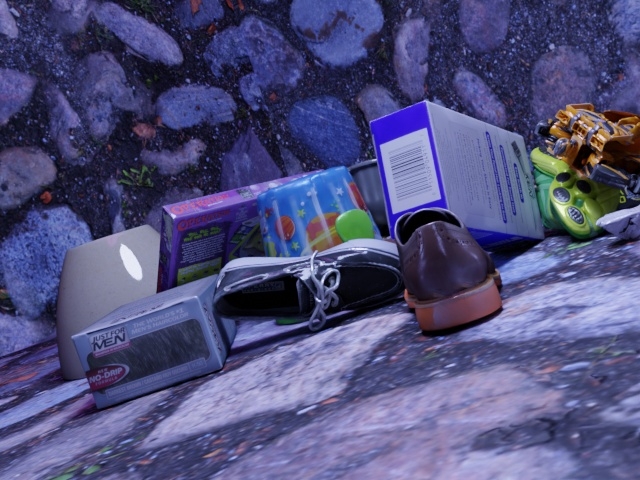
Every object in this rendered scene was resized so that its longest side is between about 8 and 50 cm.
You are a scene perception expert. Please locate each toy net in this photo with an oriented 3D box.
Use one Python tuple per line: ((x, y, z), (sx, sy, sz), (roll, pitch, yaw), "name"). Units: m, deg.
((0.483, -0.044, 1.249), (0.232, 0.045, 0.122), (-21, 6, -21), "toy net")

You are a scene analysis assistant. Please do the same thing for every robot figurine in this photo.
((0.466, -0.140, 1.389), (0.291, 0.085, 0.211), (2, 32, -32), "robot figurine")

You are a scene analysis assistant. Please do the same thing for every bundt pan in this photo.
((0.162, -0.083, 1.845), (0.331, 0.124, 0.331), (-10, -6, -1), "bundt pan")

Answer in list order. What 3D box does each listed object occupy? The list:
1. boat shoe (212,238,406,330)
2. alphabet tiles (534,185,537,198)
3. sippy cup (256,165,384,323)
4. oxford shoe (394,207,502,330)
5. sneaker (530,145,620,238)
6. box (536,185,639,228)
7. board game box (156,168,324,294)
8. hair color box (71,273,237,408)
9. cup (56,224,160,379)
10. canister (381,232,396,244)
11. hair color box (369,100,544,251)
((-0.009, 0.069, 1.360), (0.306, 0.113, 0.105), (-1, 24, 4), "boat shoe")
((0.505, -0.108, 1.928), (0.237, 0.009, 0.198), (-20, -16, -19), "alphabet tiles")
((0.000, 0.000, 1.564), (0.305, 0.224, 0.240), (-17, 3, 34), "sippy cup")
((0.159, 0.017, 1.183), (0.130, 0.132, 0.363), (-19, 3, 3), "oxford shoe")
((0.411, -0.066, 1.477), (0.109, 0.123, 0.295), (-10, 23, 7), "sneaker")
((0.546, -0.101, 1.685), (0.216, 0.060, 0.270), (-15, 4, 38), "box")
((-0.136, -0.005, 1.705), (0.347, 0.056, 0.208), (-15, -44, -34), "board game box")
((-0.244, 0.146, 1.444), (0.185, 0.113, 0.374), (-19, 3, -1), "hair color box")
((-0.382, 0.105, 1.808), (0.331, 0.237, 0.331), (-19, 3, 1), "cup")
((0.134, 0.022, 1.792), (0.170, 0.073, 0.126), (-15, 3, 22), "canister")
((0.220, -0.088, 1.425), (0.110, 0.185, 0.339), (-17, -14, 35), "hair color box")
